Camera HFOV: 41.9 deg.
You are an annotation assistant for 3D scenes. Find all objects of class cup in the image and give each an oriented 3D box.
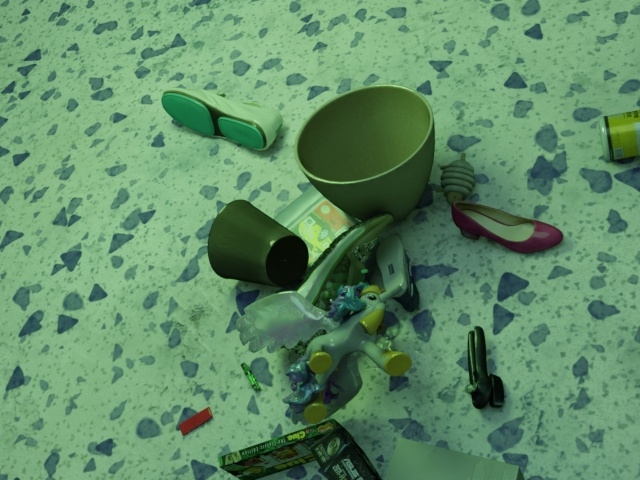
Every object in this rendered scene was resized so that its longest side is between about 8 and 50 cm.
[{"bbox_3d":[0.130,-0.174,1.987,0.331,0.237,0.331,-12,45,13],"label":"cup"}]

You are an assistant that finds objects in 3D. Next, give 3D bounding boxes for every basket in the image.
[{"bbox_3d":[-0.145,0.021,1.997,0.227,0.154,0.204,19,100,49],"label":"basket"}]

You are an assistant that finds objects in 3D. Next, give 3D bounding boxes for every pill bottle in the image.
[{"bbox_3d":[0.725,-0.243,1.873,0.184,0.103,0.103,-9,56,18],"label":"pill bottle"}]

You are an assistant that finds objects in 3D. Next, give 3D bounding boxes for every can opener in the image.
[{"bbox_3d":[0.331,0.267,1.749,0.059,0.073,0.186,-47,36,41],"label":"can opener"}]

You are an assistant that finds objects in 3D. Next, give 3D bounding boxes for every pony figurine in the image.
[{"bbox_3d":[0.021,0.223,1.689,0.351,0.303,0.363,-33,11,9],"label":"pony figurine"}]

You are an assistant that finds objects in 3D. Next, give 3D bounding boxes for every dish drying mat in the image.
[{"bbox_3d":[-0.289,0.419,1.938,0.083,0.008,0.032,-33,51,2],"label":"dish drying mat"}]

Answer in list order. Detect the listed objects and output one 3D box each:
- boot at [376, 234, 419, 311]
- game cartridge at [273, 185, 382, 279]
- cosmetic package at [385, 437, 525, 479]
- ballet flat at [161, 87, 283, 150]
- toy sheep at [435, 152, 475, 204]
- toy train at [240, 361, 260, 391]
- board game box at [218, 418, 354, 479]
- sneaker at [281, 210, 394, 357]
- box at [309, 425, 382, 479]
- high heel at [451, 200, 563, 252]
[{"bbox_3d":[0.180,0.077,1.920,0.069,0.086,0.190,-26,38,22],"label":"boot"},{"bbox_3d":[0.000,0.000,2.062,0.196,0.060,0.294,-44,52,-3],"label":"game cartridge"},{"bbox_3d":[0.251,0.451,1.541,0.238,0.127,0.107,4,59,28],"label":"cosmetic package"},{"bbox_3d":[-0.272,-0.361,2.384,0.400,0.139,0.139,22,70,29],"label":"ballet flat"},{"bbox_3d":[0.327,-0.148,1.996,0.091,0.091,0.132,5,80,26],"label":"toy sheep"},{"bbox_3d":[-0.163,0.317,1.941,0.017,0.023,0.083,-35,51,-1],"label":"toy train"},{"bbox_3d":[-0.068,0.442,1.747,0.260,0.136,0.030,-21,58,10],"label":"board game box"},{"bbox_3d":[0.053,0.115,1.896,0.182,0.158,0.410,39,94,-4],"label":"sneaker"},{"bbox_3d":[0.074,0.479,1.654,0.077,0.147,0.180,-36,51,-2],"label":"box"},{"bbox_3d":[0.414,-0.041,1.866,0.244,0.117,0.082,13,65,30],"label":"high heel"}]
